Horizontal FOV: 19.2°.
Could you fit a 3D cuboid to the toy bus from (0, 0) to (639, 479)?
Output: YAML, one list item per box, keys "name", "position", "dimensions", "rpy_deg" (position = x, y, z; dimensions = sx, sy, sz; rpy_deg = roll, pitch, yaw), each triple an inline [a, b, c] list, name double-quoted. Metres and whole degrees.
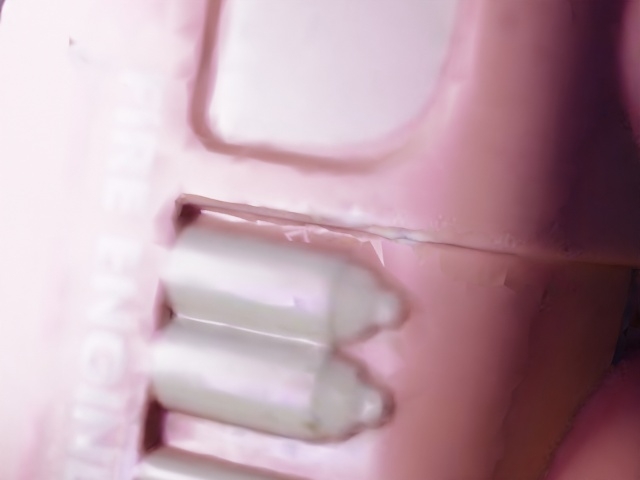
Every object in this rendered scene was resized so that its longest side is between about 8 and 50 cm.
- name: "toy bus"
  position: [0.000, 0.000, 0.453]
  dimensions: [0.232, 0.194, 0.287]
  rpy_deg: [14, 94, 33]
